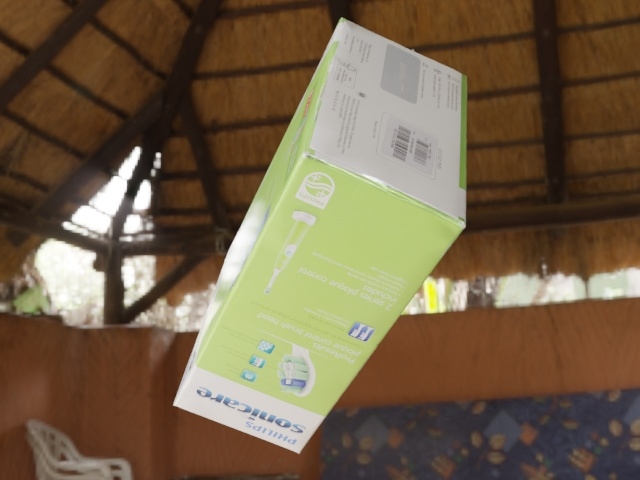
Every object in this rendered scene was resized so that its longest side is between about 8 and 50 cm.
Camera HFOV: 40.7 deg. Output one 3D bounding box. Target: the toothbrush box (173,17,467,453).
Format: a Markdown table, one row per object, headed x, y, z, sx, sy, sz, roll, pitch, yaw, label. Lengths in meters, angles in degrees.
| x | y | z | sx | sy | sz | roll | pitch | yaw | label |
| --- | --- | --- | --- | --- | --- | --- | --- | --- | --- |
| 0.000 | 0.000 | 0.701 | 0.122 | 0.206 | 0.283 | 24 | -52 | -9 | toothbrush box |
